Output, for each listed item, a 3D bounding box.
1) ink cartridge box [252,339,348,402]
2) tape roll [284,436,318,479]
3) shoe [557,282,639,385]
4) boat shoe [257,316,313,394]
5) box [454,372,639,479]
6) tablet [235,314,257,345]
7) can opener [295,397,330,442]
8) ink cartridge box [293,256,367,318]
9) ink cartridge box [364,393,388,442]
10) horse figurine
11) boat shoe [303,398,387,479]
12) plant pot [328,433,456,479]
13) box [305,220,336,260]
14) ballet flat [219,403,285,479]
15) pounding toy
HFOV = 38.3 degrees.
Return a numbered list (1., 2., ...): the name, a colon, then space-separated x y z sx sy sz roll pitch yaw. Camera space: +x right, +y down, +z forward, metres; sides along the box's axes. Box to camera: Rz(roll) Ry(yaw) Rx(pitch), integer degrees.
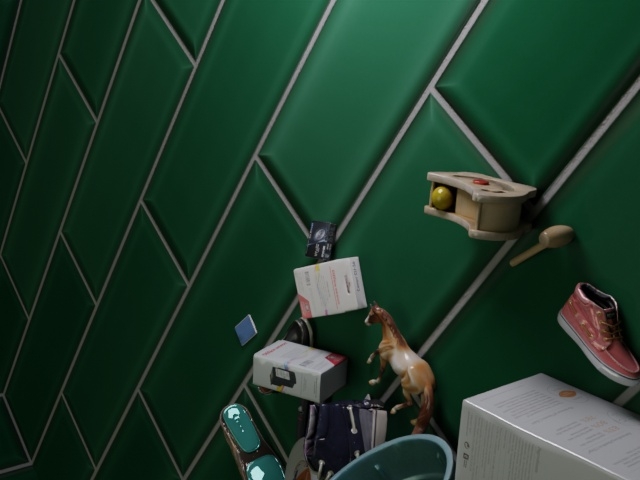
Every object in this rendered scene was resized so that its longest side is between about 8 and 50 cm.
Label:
1. ink cartridge box: -0.045 0.288 2.045 0.175 0.127 0.072 11 106 28
2. tape roll: -0.012 0.557 2.079 0.219 0.072 0.219 -169 90 -69
3. shoe: 0.462 0.149 1.491 0.178 0.063 0.081 52 138 37
4. boat shoe: -0.082 0.278 2.171 0.084 0.079 0.233 52 131 34
5. box: 0.417 0.366 1.470 0.345 0.215 0.168 20 113 48
6. tablet: -0.190 0.229 2.348 0.083 0.006 0.054 -43 64 46
7. can opener: -0.031 0.406 2.146 0.073 0.059 0.186 38 124 40
8. ink cartridge box: 0.032 0.102 2.005 0.198 0.067 0.115 -13 86 52
9. ink cartridge box: 0.097 0.529 2.009 0.261 0.066 0.296 -103 32 -46
10. horse figurine: 0.165 0.270 1.878 0.263 0.066 0.174 55 140 32
11. boat shoe: 0.038 0.487 1.870 0.127 0.158 0.341 147 130 -63
12. plant pot: 0.179 0.591 1.677 0.341 0.341 0.334 -18 112 51
13. box: 0.000 0.000 2.046 0.067 0.018 0.083 10 88 50
14. ballet flat: -0.163 0.559 2.323 0.106 0.107 0.316 103 146 -54
15. pounding toy: 0.287 -0.024 1.601 0.269 0.154 0.155 21 113 47
